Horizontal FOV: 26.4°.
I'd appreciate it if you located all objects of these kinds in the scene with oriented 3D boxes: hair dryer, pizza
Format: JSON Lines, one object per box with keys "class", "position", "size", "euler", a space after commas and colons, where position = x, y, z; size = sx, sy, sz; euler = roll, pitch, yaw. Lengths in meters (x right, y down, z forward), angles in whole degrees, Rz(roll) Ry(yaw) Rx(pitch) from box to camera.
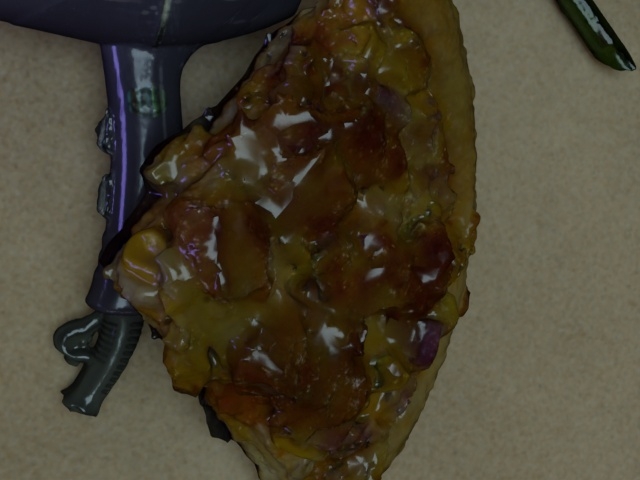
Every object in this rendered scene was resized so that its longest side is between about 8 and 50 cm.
{"class": "hair dryer", "position": [-0.162, -0.058, 0.871], "size": [0.301, 0.121, 0.361], "euler": [-3, 101, -20]}
{"class": "pizza", "position": [0.000, 0.000, 0.877], "size": [0.278, 0.114, 0.408], "euler": [5, 98, -41]}

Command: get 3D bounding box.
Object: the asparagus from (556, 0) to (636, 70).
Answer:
{"class": "asparagus", "position": [0.160, -0.220, 0.985], "size": [0.034, 0.027, 0.236], "euler": [-34, 100, -16]}
